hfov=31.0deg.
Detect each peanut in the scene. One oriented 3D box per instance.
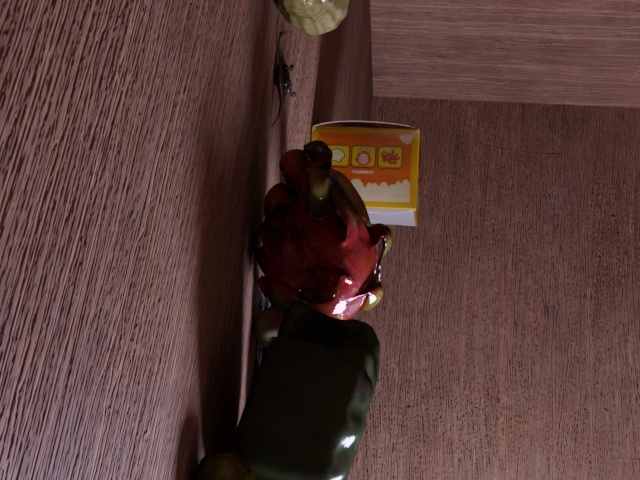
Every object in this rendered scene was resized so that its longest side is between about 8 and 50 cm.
[{"bbox_3d":[-0.026,-0.451,1.987,0.305,0.147,0.147,36,58,-77],"label":"peanut"}]

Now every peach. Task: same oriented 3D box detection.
[{"bbox_3d":[-0.076,0.153,2.022,0.083,0.083,0.083,3,90,-84],"label":"peach"}]

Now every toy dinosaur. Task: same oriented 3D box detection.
[{"bbox_3d":[-0.067,-0.288,2.105,0.058,0.037,0.180,15,70,-60],"label":"toy dinosaur"}]

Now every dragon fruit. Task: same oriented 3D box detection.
[{"bbox_3d":[-0.014,0.011,1.956,0.307,0.243,0.227,52,13,-9],"label":"dragon fruit"}]

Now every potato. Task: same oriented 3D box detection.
[{"bbox_3d":[-0.121,0.401,1.587,0.149,0.113,0.251,-87,179,-75],"label":"potato"}]

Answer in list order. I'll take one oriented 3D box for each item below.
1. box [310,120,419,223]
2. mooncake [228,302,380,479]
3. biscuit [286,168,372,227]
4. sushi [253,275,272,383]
[{"bbox_3d":[0.114,-0.157,2.796,0.283,0.259,0.214,49,42,-82],"label":"box"},{"bbox_3d":[-0.024,0.275,1.771,0.351,0.187,0.351,-160,-90,-89],"label":"mooncake"},{"bbox_3d":[0.018,-0.033,2.178,0.274,0.091,0.213,39,-47,54],"label":"biscuit"},{"bbox_3d":[-0.075,0.234,2.191,0.294,0.059,0.292,61,33,-78],"label":"sushi"}]
